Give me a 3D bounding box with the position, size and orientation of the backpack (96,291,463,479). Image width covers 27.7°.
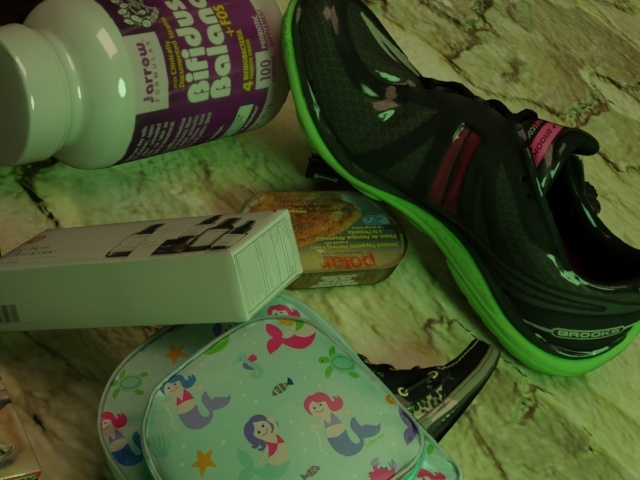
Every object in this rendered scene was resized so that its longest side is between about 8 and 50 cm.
[{"bbox_3d":[-0.045,0.162,0.989,0.225,0.191,0.253,-34,60,-16],"label":"backpack"}]

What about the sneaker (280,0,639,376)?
[{"bbox_3d":[0.160,-0.085,1.292,0.483,0.202,0.185,44,38,-6],"label":"sneaker"}]

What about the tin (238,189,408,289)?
[{"bbox_3d":[0.000,0.000,1.300,0.190,0.040,0.106,-2,46,-31],"label":"tin"}]

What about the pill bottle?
[{"bbox_3d":[-0.186,-0.162,1.253,0.302,0.169,0.169,-20,61,-41],"label":"pill bottle"}]

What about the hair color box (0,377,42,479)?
[{"bbox_3d":[-0.290,0.130,0.990,0.093,0.053,0.167,-9,55,-37],"label":"hair color box"}]

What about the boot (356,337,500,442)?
[{"bbox_3d":[0.041,0.117,1.164,0.179,0.085,0.236,40,47,14],"label":"boot"}]

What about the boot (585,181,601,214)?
[{"bbox_3d":[0.273,-0.067,1.517,0.099,0.045,0.121,10,52,-19],"label":"boot"}]

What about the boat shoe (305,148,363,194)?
[{"bbox_3d":[0.043,-0.064,1.388,0.125,0.038,0.046,19,0,-21],"label":"boat shoe"}]

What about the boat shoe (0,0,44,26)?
[{"bbox_3d":[-0.296,-0.256,1.333,0.285,0.104,0.089,1,48,-27],"label":"boat shoe"}]

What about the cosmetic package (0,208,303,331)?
[{"bbox_3d":[-0.144,0.023,1.026,0.239,0.060,0.099,-4,17,27],"label":"cosmetic package"}]
